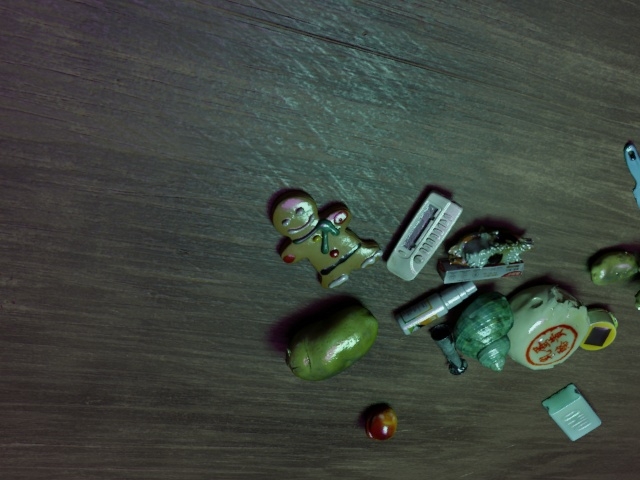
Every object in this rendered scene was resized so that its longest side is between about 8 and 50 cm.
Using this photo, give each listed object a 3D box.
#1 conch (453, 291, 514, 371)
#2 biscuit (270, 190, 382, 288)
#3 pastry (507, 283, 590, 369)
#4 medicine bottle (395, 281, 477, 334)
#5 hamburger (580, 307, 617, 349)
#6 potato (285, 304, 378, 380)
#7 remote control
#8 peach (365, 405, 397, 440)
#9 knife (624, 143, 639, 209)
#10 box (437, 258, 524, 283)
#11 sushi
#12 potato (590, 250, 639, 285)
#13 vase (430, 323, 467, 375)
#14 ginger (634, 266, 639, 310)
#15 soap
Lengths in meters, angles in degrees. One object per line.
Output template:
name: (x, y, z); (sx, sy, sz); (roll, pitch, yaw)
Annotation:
conch: (0.436, 0.245, 1.701); (0.176, 0.122, 0.188); (-23, 101, 20)
biscuit: (0.000, 0.000, 1.491); (0.197, 0.049, 0.301); (-38, 124, 9)
pastry: (0.612, 0.238, 1.773); (0.265, 0.133, 0.264); (-9, 123, -14)
medicine bottle: (0.309, 0.175, 1.693); (0.221, 0.061, 0.092); (-31, 150, 6)
hamburger: (0.795, 0.254, 1.864); (0.141, 0.081, 0.126); (-6, 123, 3)
potato: (0.032, 0.257, 1.619); (0.248, 0.143, 0.169); (-34, 164, 3)
remote control: (0.244, -0.011, 1.543); (0.090, 0.049, 0.230); (32, 114, 1)
peach: (0.179, 0.534, 1.879); (0.101, 0.100, 0.100); (-7, 125, -11)
knife: (0.823, -0.132, 1.647); (0.045, 0.019, 0.313); (-30, 127, 15)
box: (0.410, 0.068, 1.645); (0.218, 0.055, 0.039); (-5, 126, -11)
sushi: (0.427, 0.015, 1.588); (0.226, 0.103, 0.097); (-9, 109, -12)
potato: (0.793, 0.073, 1.744); (0.138, 0.070, 0.091); (-11, 127, -6)
vase: (0.360, 0.306, 1.791); (0.059, 0.059, 0.167); (-28, 126, 4)
ginger: (0.951, 0.113, 1.754); (0.219, 0.123, 0.270); (-48, 145, 15)
soap: (0.817, 0.560, 2.087); (0.119, 0.066, 0.198); (-36, 125, 12)
